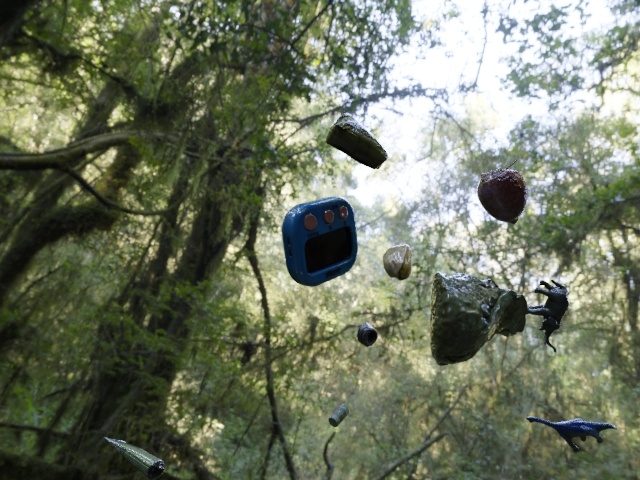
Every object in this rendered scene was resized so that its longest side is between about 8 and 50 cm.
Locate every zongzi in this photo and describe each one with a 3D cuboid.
[{"bbox_3d":[0.141,-0.359,1.648,0.221,0.242,0.112,34,-59,-8],"label":"zongzi"}]

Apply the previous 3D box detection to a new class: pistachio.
[{"bbox_3d":[0.314,0.083,1.879,0.117,0.145,0.200,20,15,0],"label":"pistachio"}]

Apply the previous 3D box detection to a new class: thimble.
[{"bbox_3d":[0.230,0.457,2.250,0.095,0.104,0.066,-16,31,-36],"label":"thimble"}]

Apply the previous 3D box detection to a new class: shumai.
[{"bbox_3d":[0.476,0.222,1.373,0.289,0.291,0.330,3,-25,10],"label":"shumai"}]

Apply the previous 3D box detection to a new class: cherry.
[{"bbox_3d":[0.751,-0.177,1.896,0.192,0.175,0.249,-21,-79,21],"label":"cherry"}]

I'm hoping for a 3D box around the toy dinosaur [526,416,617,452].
[{"bbox_3d":[0.888,0.648,1.638,0.188,0.075,0.247,38,-44,0],"label":"toy dinosaur"}]

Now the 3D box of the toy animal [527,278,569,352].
[{"bbox_3d":[0.850,0.277,1.750,0.137,0.269,0.082,15,12,29],"label":"toy animal"}]

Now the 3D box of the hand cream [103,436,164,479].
[{"bbox_3d":[-0.541,0.634,1.362,0.235,0.055,0.086,10,-27,33],"label":"hand cream"}]

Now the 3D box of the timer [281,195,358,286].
[{"bbox_3d":[0.000,0.000,1.745,0.115,0.308,0.340,5,17,45],"label":"timer"}]

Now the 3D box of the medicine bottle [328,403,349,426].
[{"bbox_3d":[0.072,0.682,1.805,0.047,0.083,0.047,19,-57,32],"label":"medicine bottle"}]
